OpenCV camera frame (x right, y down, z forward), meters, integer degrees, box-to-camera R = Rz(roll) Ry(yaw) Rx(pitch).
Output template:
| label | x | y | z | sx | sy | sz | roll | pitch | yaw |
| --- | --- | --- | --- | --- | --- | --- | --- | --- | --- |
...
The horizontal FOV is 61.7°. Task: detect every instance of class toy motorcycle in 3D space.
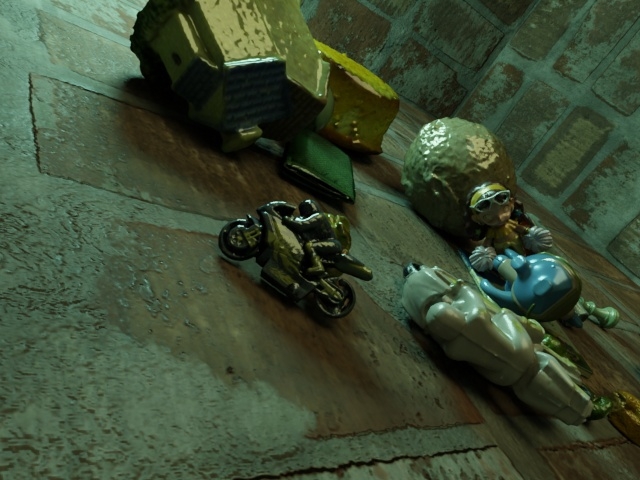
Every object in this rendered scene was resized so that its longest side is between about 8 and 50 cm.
| label | x | y | z | sx | sy | sz | roll | pitch | yaw |
| --- | --- | --- | --- | --- | --- | --- | --- | --- | --- |
| toy motorcycle | -0.023 | 0.009 | 0.674 | 0.193 | 0.124 | 0.061 | 31 | -19 | 1 |
| toy motorcycle | 0.236 | 0.134 | 0.784 | 0.340 | 0.108 | 0.223 | 38 | 13 | 26 |

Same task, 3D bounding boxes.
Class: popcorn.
| label | x | y | z | sx | sy | sz | roll | pitch | yaw |
| --- | --- | --- | --- | --- | --- | --- | --- | --- | --- |
| popcorn | -0.002 | 0.001 | 0.760 | 0.109 | 0.089 | 0.097 | 13 | 19 | -38 |

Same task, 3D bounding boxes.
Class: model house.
| label | x | y | z | sx | sy | sz | roll | pitch | yaw |
| --- | --- | --- | --- | --- | --- | --- | --- | --- | --- |
| model house | -0.157 | -0.299 | 1.004 | 0.321 | 0.261 | 0.266 | -26 | 87 | -43 |

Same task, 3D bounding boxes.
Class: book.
| label | x | y | z | sx | sy | sz | roll | pitch | yaw |
| --- | --- | --- | --- | --- | --- | --- | --- | --- | --- |
| book | 0.429 | 0.142 | 1.157 | 0.228 | 0.018 | 0.322 | 27 | 24 | -18 |

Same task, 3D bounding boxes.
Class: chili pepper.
| label | x | y | z | sx | sy | sz | roll | pitch | yaw |
| --- | --- | --- | --- | --- | --- | --- | --- | --- | --- |
| chili pepper | 0.396 | 0.211 | 0.905 | 0.204 | 0.073 | 0.072 | 55 | 10 | 17 |

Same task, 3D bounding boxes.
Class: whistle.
| label | x | y | z | sx | sy | sz | roll | pitch | yaw |
| --- | --- | --- | --- | --- | --- | --- | --- | --- | --- |
| whistle | 0.550 | 0.060 | 1.356 | 0.133 | 0.142 | 0.346 | 7 | 45 | -32 |

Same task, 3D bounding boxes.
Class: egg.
| label | x | y | z | sx | sy | sz | roll | pitch | yaw |
| --- | --- | --- | --- | --- | --- | --- | --- | --- | --- |
| egg | 0.343 | -0.155 | 1.326 | 0.310 | 0.279 | 0.279 | 57 | 24 | 1 |

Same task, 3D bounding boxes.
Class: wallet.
| label | x | y | z | sx | sy | sz | roll | pitch | yaw |
| --- | --- | --- | --- | --- | --- | --- | --- | --- | --- |
| wallet | -0.003 | -0.156 | 1.105 | 0.160 | 0.055 | 0.236 | 24 | 28 | -13 |

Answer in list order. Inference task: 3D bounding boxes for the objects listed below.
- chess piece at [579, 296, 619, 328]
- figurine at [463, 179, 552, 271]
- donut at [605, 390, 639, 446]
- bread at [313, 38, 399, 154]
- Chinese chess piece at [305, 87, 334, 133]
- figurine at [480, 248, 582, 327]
| label | x | y | z | sx | sy | sz | roll | pitch | yaw |
| --- | --- | --- | --- | --- | --- | --- | --- | --- | --- |
| chess piece | 0.725 | 0.186 | 1.442 | 0.149 | 0.059 | 0.059 | 23 | 24 | -10 |
| figurine | 0.401 | -0.019 | 1.185 | 0.240 | 0.174 | 0.116 | 63 | 14 | -14 |
| donut | 0.557 | 0.316 | 0.957 | 0.097 | 0.043 | 0.108 | 33 | 27 | -3 |
| bread | 0.055 | -0.389 | 1.465 | 0.358 | 0.204 | 0.337 | 31 | 27 | -13 |
| Chinese chess piece | -0.059 | -0.322 | 1.212 | 0.188 | 0.083 | 0.188 | 34 | -22 | 16 |
| figurine | 0.415 | 0.083 | 1.033 | 0.180 | 0.154 | 0.262 | 20 | -4 | 38 |
